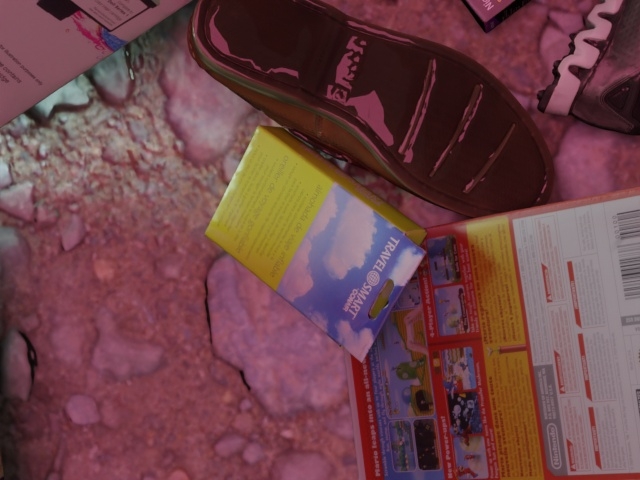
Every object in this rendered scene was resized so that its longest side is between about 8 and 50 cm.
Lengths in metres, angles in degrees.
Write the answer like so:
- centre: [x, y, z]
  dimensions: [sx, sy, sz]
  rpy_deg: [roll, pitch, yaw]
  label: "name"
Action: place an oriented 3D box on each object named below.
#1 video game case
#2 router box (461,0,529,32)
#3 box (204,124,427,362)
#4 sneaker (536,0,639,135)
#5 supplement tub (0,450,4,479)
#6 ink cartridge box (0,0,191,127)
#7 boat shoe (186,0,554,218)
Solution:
- centre: [0.135, 0.082, 0.871]
  dimensions: [0.285, 0.025, 0.204]
  rpy_deg: [-11, 83, 39]
  label: "video game case"
- centre: [0.133, -0.277, 0.952]
  dimensions: [0.133, 0.046, 0.179]
  rpy_deg: [-38, 80, 7]
  label: "router box"
- centre: [0.000, 0.000, 0.927]
  dimensions: [0.178, 0.042, 0.109]
  rpy_deg: [38, 112, 25]
  label: "box"
- centre: [0.264, -0.182, 0.907]
  dimensions: [0.106, 0.078, 0.234]
  rpy_deg: [29, 96, 9]
  label: "sneaker"
- centre: [-0.382, 0.094, 0.933]
  dimensions: [0.235, 0.235, 0.324]
  rpy_deg: [-10, 84, 11]
  label: "supplement tub"
- centre: [-0.213, -0.245, 0.946]
  dimensions: [0.278, 0.117, 0.201]
  rpy_deg: [-32, 53, 8]
  label: "ink cartridge box"
- centre: [0.041, -0.112, 0.933]
  dimensions: [0.307, 0.104, 0.110]
  rpy_deg: [32, 83, -6]
  label: "boat shoe"
